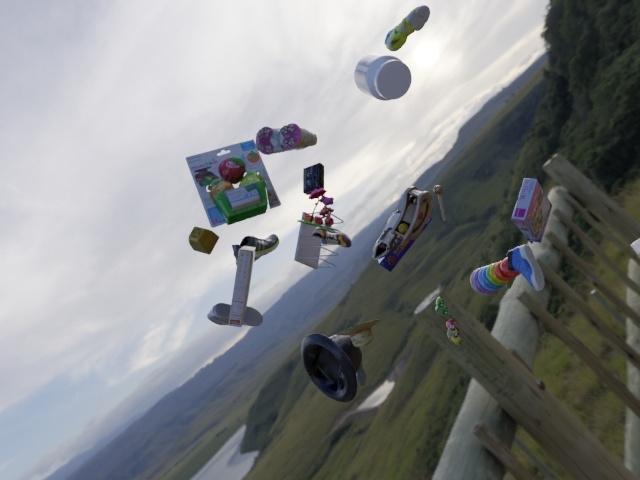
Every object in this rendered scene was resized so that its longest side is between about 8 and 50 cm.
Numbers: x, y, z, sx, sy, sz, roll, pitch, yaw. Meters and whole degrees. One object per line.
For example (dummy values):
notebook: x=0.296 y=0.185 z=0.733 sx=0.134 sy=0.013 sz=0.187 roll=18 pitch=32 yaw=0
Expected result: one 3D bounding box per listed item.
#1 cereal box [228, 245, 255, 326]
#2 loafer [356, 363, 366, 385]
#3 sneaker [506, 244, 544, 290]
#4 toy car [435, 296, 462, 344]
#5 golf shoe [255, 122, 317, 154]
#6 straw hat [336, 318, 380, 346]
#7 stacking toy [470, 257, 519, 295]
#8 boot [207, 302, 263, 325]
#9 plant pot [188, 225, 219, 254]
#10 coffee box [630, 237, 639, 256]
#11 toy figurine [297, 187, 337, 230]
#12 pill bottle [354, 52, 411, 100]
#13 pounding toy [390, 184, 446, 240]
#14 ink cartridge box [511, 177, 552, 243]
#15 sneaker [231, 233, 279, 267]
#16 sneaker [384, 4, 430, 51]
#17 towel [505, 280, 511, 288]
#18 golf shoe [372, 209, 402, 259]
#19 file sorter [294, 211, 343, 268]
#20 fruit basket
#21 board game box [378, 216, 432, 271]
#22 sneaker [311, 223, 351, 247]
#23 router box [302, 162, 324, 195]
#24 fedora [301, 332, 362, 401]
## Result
cereal box: x=-0.252 y=0.142 z=1.379 sx=0.173 sy=0.047 sz=0.241 roll=-148 pitch=67 yaw=-84
loafer: x=0.179 y=0.595 z=1.939 sx=0.045 sy=0.125 sz=0.039 roll=-11 pitch=-9 yaw=-7
sneaker: x=0.655 y=0.095 z=1.377 sx=0.058 sy=0.152 sz=0.084 roll=-17 pitch=-7 yaw=-35
toy car: x=0.614 y=0.383 z=2.080 sx=0.053 sy=0.225 sz=0.239 roll=-28 pitch=2 yaw=16
golf shoe: x=-0.141 y=-0.394 z=1.694 sx=0.140 sy=0.306 sz=0.116 roll=-4 pitch=-79 yaw=-42
straw hat: x=0.127 y=0.295 z=1.310 sx=0.144 sy=0.061 sz=0.144 roll=-17 pitch=-18 yaw=-6
stacking toy: x=0.809 y=0.157 z=1.938 sx=0.141 sy=0.141 sz=0.330 roll=-42 pitch=-10 yaw=-14
boot: x=-0.417 y=0.370 z=2.072 sx=0.123 sy=0.258 sz=0.095 roll=-38 pitch=39 yaw=48
plant pot: x=-0.441 y=-0.008 z=1.582 sx=0.083 sy=0.081 sz=0.081 roll=65 pitch=-137 yaw=-58
coffee box: x=1.176 y=0.053 z=1.431 sx=0.141 sy=0.098 sz=0.246 roll=-47 pitch=4 yaw=30
toy figurine: x=0.003 y=-0.136 z=1.777 sx=0.130 sy=0.173 sz=0.160 roll=12 pitch=-88 yaw=-83
pill bottle: x=0.306 y=-0.809 z=2.113 sx=0.210 sy=0.210 sz=0.363 roll=-45 pitch=26 yaw=12
pounding toy: x=0.410 y=-0.117 z=1.713 sx=0.154 sy=0.154 sz=0.270 roll=29 pitch=-90 yaw=-53
ink cartridge box: x=0.909 y=-0.113 z=1.813 sx=0.311 sy=0.065 sz=0.186 roll=30 pitch=-102 yaw=-47
sneaker: x=-0.316 y=0.021 z=2.107 sx=0.111 sy=0.122 sz=0.300 roll=-10 pitch=16 yaw=37
sneaker: x=0.375 y=-0.963 z=1.920 sx=0.240 sy=0.091 sz=0.126 roll=-42 pitch=35 yaw=8
towel: x=0.995 y=0.182 z=2.216 sx=0.110 sy=0.027 sz=0.148 roll=-56 pitch=-34 yaw=-14
golf shoe: x=0.323 y=-0.016 z=1.943 sx=0.120 sy=0.105 sz=0.273 roll=-49 pitch=-13 yaw=-49
file sorter: x=0.000 y=0.000 z=2.334 sx=0.172 sy=0.278 sz=0.192 roll=-2 pitch=-19 yaw=38
fruit basket: x=-0.382 y=-0.264 z=1.880 sx=0.326 sy=0.354 sz=0.165 roll=-19 pitch=-7 yaw=-18
board game box: x=0.440 y=-0.017 z=2.294 sx=0.347 sy=0.078 sz=0.233 roll=-54 pitch=4 yaw=11
sneaker: x=0.049 y=-0.004 z=1.883 sx=0.084 sy=0.185 sz=0.070 roll=-42 pitch=-36 yaw=-33
router box: x=-0.030 y=-0.267 z=1.853 sx=0.092 sy=0.123 sz=0.038 roll=-13 pitch=-24 yaw=33
fedora: x=0.069 y=0.488 z=1.731 sx=0.152 sy=0.334 sz=0.334 roll=-29 pitch=-15 yaw=-36
